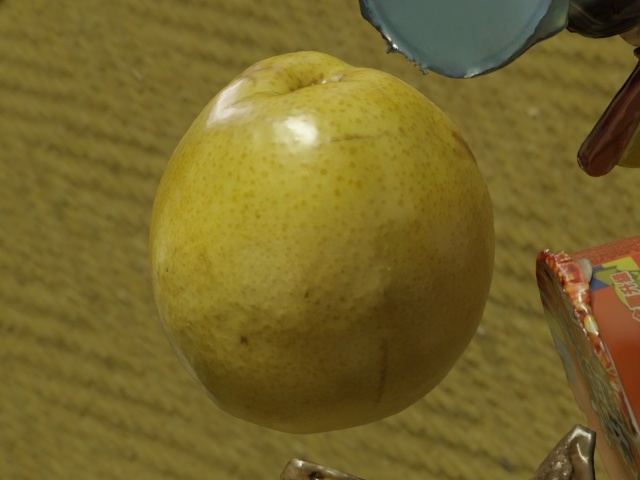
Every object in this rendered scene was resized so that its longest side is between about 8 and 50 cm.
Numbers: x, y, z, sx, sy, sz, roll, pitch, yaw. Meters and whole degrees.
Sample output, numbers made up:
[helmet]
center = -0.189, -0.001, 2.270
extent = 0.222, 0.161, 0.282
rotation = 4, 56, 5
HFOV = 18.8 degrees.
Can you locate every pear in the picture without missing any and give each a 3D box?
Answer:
[pear]
center = 0.000, 0.000, 1.600
extent = 0.314, 0.314, 0.314
rotation = -8, 65, 18

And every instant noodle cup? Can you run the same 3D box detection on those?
[instant noodle cup]
center = 0.286, 0.087, 1.370
extent = 0.192, 0.250, 0.250
rotation = -22, 61, -1

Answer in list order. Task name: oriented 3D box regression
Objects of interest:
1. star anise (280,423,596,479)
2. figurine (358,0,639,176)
[star anise]
center = 0.134, 0.276, 1.350
extent = 0.109, 0.292, 0.349
rotation = -35, 78, 53
[figurine]
center = 0.197, -0.192, 1.048
extent = 0.248, 0.388, 0.277
rotation = 26, 120, 52
